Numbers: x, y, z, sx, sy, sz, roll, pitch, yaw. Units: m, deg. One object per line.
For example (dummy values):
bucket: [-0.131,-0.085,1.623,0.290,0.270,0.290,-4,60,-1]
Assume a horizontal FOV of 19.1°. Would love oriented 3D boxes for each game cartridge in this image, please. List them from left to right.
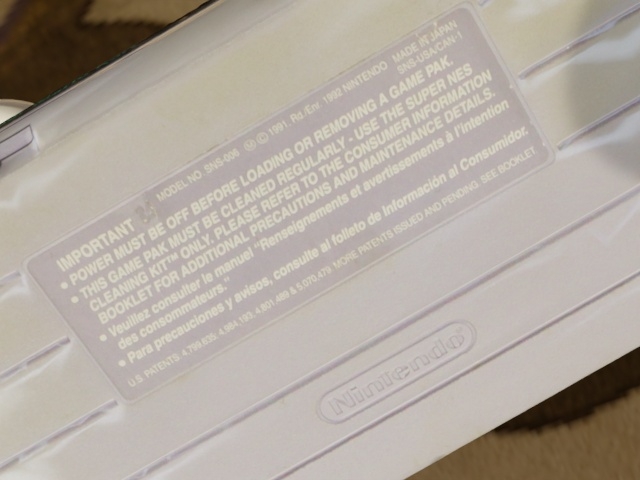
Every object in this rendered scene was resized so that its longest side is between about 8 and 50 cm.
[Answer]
game cartridge: [0.000,0.000,0.810,0.355,0.230,0.068,-30,24,5]

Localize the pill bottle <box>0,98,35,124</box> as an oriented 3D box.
pill bottle: [-0.114,0.008,0.960,0.117,0.215,0.117,-4,78,22]
